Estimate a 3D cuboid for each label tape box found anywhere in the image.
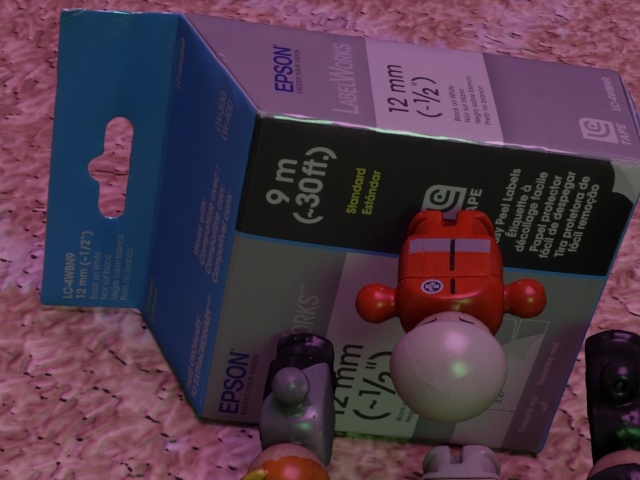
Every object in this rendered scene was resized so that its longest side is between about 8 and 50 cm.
[{"bbox_3d":[0.000,0.000,0.937,0.348,0.249,0.115,5,39,-10],"label":"label tape box"}]

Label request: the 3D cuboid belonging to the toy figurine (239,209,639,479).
[{"bbox_3d":[0.077,0.115,0.841,0.213,0.209,0.148,38,31,-21],"label":"toy figurine"}]
